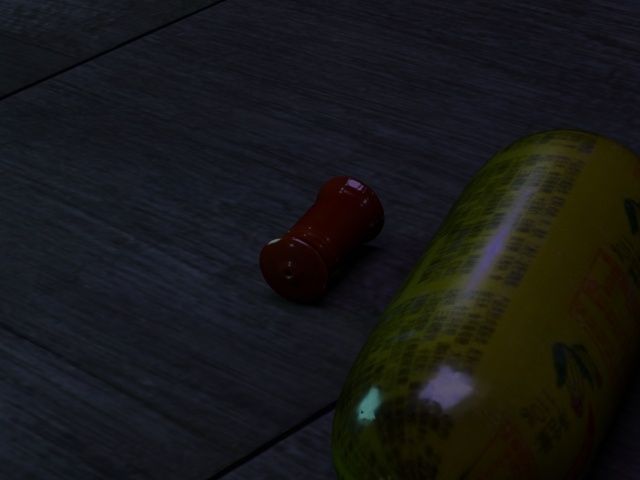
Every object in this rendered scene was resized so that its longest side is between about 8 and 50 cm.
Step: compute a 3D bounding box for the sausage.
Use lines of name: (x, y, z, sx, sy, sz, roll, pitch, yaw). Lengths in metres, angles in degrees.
sausage: (0.098, 0.046, 0.960, 0.123, 0.123, 0.347, 5, 31, 21)

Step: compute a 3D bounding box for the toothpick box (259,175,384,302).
toothpick box: (0.000, 0.000, 1.148, 0.047, 0.047, 0.083, 9, 33, 27)
